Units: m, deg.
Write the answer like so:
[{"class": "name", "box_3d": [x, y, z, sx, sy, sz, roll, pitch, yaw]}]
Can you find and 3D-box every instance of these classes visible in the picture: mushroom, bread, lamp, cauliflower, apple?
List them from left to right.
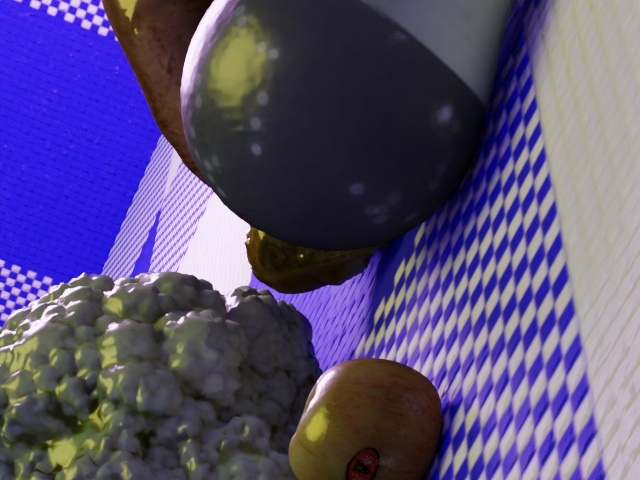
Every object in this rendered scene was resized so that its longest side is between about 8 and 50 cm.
[{"class": "cauliflower", "box_3d": [-0.104, 0.156, 1.232, 0.260, 0.281, 0.327, -13, 27, 52]}, {"class": "mushroom", "box_3d": [-0.051, -0.144, 1.403, 0.146, 0.278, 0.278, -24, 36, 31]}, {"class": "bread", "box_3d": [0.000, 0.000, 1.283, 0.110, 0.066, 0.060, -20, 37, 25]}, {"class": "apple", "box_3d": [0.023, 0.099, 0.995, 0.084, 0.071, 0.084, -157, 90, -80]}, {"class": "lamp", "box_3d": [0.032, -0.146, 1.131, 0.182, 0.182, 0.313, -153, 84, -80]}]
